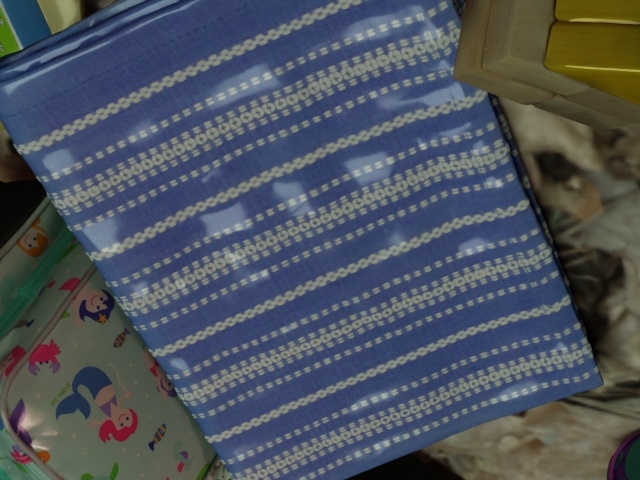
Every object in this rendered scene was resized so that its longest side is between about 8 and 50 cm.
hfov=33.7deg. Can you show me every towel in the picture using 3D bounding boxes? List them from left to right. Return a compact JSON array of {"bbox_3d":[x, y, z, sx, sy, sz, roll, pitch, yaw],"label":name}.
[{"bbox_3d":[0.000,0.000,0.583,0.243,0.040,0.336,-23,118,8],"label":"towel"}]

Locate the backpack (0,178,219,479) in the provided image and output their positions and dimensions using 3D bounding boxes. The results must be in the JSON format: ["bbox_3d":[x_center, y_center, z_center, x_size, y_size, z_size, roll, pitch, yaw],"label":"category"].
[{"bbox_3d":[-0.164,0.104,0.693,0.191,0.225,0.253,2,132,31],"label":"backpack"}]

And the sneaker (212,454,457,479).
[{"bbox_3d":[0.042,0.229,0.790,0.270,0.090,0.145,39,134,-4],"label":"sneaker"}]

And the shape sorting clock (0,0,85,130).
[{"bbox_3d":[-0.233,-0.159,0.630,0.206,0.040,0.206,13,128,17],"label":"shape sorting clock"}]

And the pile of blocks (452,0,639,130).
[{"bbox_3d":[0.234,-0.102,0.391,0.362,0.112,0.149,8,170,14],"label":"pile of blocks"}]

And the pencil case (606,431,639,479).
[{"bbox_3d":[0.247,0.191,0.673,0.151,0.064,0.070,49,148,-18],"label":"pencil case"}]
